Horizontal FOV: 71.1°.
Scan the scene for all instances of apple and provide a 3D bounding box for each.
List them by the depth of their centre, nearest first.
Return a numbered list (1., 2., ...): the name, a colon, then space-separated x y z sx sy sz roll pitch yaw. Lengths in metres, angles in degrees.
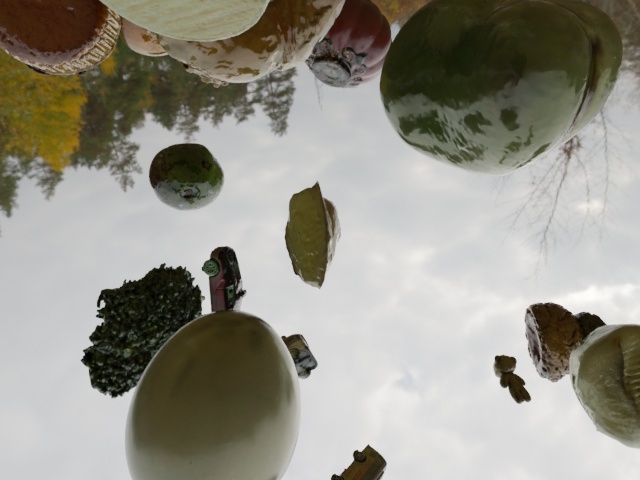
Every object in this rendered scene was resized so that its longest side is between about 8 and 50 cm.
1. apple: -0.320 -0.450 0.859 0.155 0.183 0.182 -15 -150 -22

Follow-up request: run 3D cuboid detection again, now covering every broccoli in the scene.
1. broccoli: -0.389 0.205 1.020 0.288 0.248 0.245 -27 172 -22

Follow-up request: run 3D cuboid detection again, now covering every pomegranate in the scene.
1. pomegranate: -0.408 -0.207 1.346 0.214 0.214 0.248 -16 -138 -17

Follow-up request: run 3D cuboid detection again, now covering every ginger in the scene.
1. ginger: -0.001 0.003 0.853 0.115 0.193 0.122 -16 159 32

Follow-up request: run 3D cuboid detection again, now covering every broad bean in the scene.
1. broad bean: 0.165 -0.160 0.469 0.121 0.189 0.263 -25 -153 -20

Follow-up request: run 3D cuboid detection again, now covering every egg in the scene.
1. egg: -0.114 0.192 0.495 0.185 0.242 0.186 11 -167 -2

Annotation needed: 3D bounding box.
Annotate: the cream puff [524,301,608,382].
1. cream puff: 0.578 0.228 1.033 0.168 0.183 0.183 -9 -152 12

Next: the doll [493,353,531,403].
1. doll: 0.375 0.270 0.879 0.061 0.051 0.093 4 -153 -24

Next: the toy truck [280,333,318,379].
1. toy truck: -0.150 0.396 1.365 0.270 0.114 0.135 -30 -150 -6

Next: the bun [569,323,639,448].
1. bun: 0.558 0.263 0.810 0.229 0.145 0.229 8 -116 -16

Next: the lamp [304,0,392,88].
1. lamp: 0.058 -0.469 1.045 0.226 0.227 0.227 -5 -151 3

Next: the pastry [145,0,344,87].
1. pastry: -0.119 -0.374 0.642 0.315 0.284 0.184 -39 -155 -16

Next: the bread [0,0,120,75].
1. bread: -0.399 -0.347 0.647 0.199 0.199 0.104 -13 -167 -10

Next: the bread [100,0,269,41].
1. bread: -0.111 -0.237 0.412 0.193 0.112 0.036 -4 -112 32

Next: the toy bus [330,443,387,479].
1. toy bus: 0.098 0.711 1.301 0.106 0.092 0.268 26 -155 28

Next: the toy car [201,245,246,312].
1. toy car: -0.142 0.079 0.679 0.055 0.142 0.069 -3 -176 7
